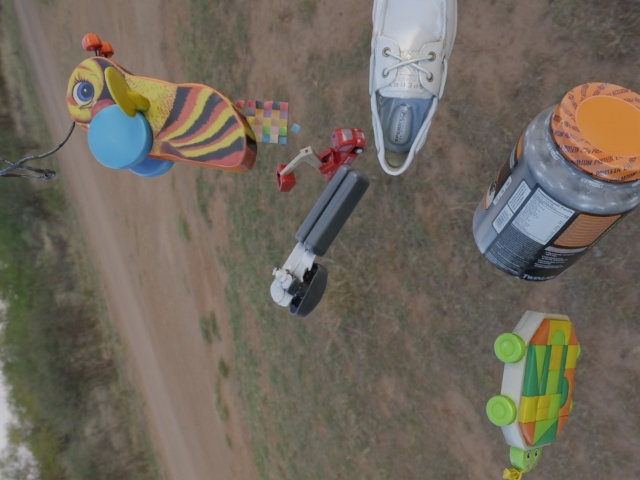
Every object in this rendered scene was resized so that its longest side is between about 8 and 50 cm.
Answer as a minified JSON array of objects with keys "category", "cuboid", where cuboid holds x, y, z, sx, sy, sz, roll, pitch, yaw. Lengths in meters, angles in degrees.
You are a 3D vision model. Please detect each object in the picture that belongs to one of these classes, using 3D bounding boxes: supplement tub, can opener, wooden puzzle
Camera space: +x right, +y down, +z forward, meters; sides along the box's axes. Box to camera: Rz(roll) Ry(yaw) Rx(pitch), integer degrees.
[{"category":"supplement tub","cuboid":[0.377,-0.080,0.894,0.316,0.194,0.193,103,146,-61]},{"category":"can opener","cuboid":[0.000,0.000,1.011,0.280,0.093,0.074,-61,36,9]},{"category":"wooden puzzle","cuboid":[-0.064,-0.142,0.684,0.006,0.083,0.049,-62,-24,-82]}]

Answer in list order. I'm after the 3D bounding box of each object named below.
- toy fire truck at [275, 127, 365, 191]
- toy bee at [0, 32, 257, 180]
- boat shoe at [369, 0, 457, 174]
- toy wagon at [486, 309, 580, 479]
[{"category":"toy fire truck","cuboid":[-0.004,-0.171,1.212,0.192,0.135,0.047,-50,46,51]},{"category":"toy bee","cuboid":[-0.224,-0.156,0.650,0.195,0.298,0.162,-178,88,-77]},{"category":"boat shoe","cuboid":[0.106,-0.198,0.676,0.096,0.098,0.277,-75,-14,-45]},{"category":"toy wagon","cuboid":[0.433,0.315,1.146,0.068,0.267,0.344,6,87,48]}]
